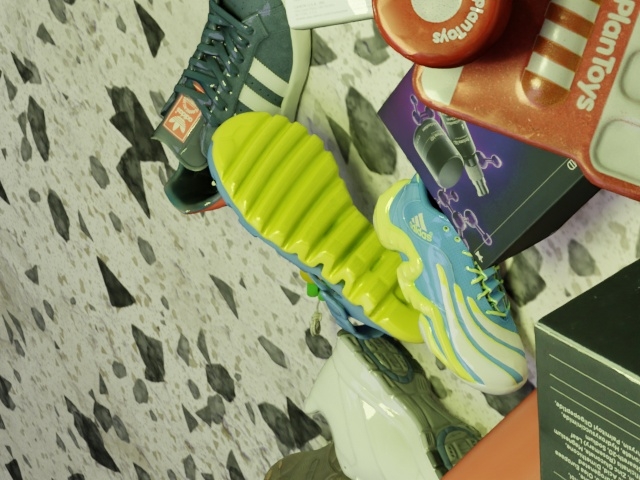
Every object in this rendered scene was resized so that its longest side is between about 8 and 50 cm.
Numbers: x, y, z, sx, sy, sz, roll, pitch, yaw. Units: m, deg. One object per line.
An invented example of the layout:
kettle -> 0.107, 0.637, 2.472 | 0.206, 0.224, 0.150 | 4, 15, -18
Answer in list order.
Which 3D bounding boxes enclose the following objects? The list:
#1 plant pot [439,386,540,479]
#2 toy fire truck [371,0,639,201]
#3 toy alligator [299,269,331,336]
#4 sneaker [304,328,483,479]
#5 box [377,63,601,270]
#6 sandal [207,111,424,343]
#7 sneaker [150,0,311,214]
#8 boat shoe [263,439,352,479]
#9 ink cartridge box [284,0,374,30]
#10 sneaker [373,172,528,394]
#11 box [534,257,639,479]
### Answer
plant pot -> 0.235, 0.255, 1.577 | 0.275, 0.243, 0.275 | 40, 144, 37
toy fire truck -> 0.197, -0.204, 1.294 | 0.253, 0.169, 0.302 | 22, 94, 16
toy alligator -> 0.007, 0.028, 1.964 | 0.051, 0.056, 0.190 | 1, 123, 13
sneaker -> 0.093, 0.230, 1.892 | 0.129, 0.111, 0.297 | -55, 53, 26
box -> 0.177, -0.115, 1.517 | 0.184, 0.103, 0.261 | 55, 150, 10
sandal -> 0.000, 0.000, 1.842 | 0.317, 0.126, 0.138 | 47, 159, 4
sneaker -> -0.108, -0.163, 1.889 | 0.131, 0.148, 0.350 | 42, 144, 34
boat shoe -> 0.051, 0.297, 2.069 | 0.116, 0.123, 0.324 | 36, 151, -22
ink cartridge box -> 0.045, -0.312, 1.537 | 0.189, 0.066, 0.232 | -6, 95, 26
sneaker -> 0.136, 0.033, 1.712 | 0.240, 0.091, 0.126 | 56, 150, 15
box -> 0.329, 0.144, 1.226 | 0.179, 0.343, 0.313 | 29, 136, 44
